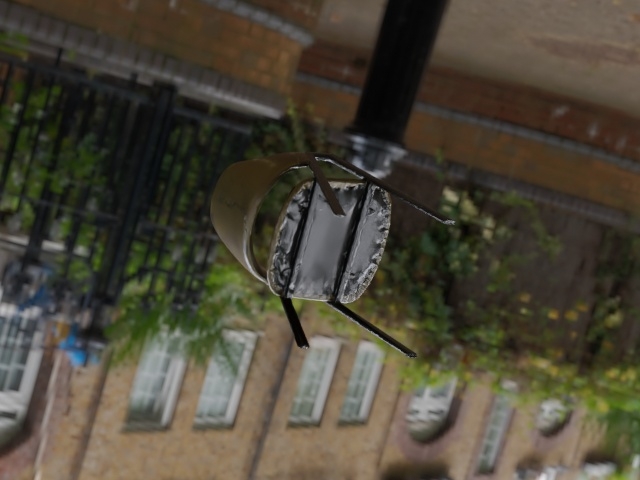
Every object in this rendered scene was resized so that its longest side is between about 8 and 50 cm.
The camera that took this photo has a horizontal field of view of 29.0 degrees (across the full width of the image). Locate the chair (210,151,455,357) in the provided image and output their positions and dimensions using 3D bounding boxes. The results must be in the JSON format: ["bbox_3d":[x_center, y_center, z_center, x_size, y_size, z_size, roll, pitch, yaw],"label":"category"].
[{"bbox_3d":[0.000,0.000,1.345,0.172,0.159,0.247,6,-161,-26],"label":"chair"}]
